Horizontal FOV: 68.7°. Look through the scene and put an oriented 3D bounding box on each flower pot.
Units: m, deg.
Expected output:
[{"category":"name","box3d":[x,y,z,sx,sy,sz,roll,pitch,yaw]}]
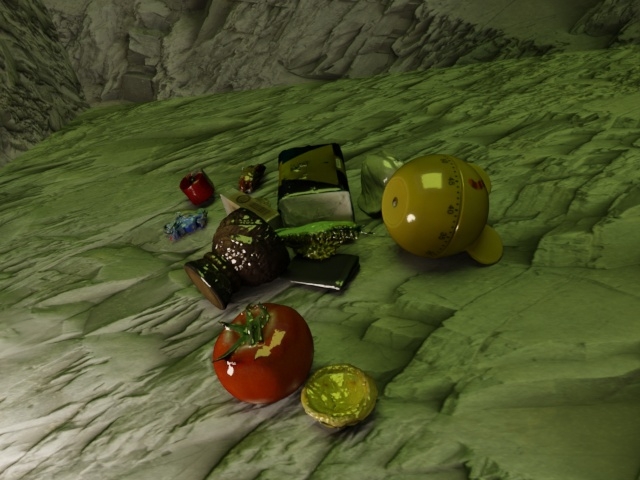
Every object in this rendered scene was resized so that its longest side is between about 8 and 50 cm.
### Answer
[{"category":"flower pot","box3d":[-0.278,0.071,1.521,0.267,0.266,0.267,-43,45,-22]}]

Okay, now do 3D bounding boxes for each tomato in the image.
[{"category":"tomato","box3d":[-0.141,0.282,1.182,0.256,0.224,0.255,-16,29,10]}]

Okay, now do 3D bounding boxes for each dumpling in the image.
[{"category":"dumpling","box3d":[0.225,-0.221,1.815,0.242,0.187,0.318,-59,18,2]}]

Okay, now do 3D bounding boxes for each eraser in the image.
[{"category":"eraser","box3d":[-0.265,-0.089,1.824,0.078,0.144,0.343,-33,41,-26]}]

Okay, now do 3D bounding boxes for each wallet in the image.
[{"category":"wallet","box3d":[-0.003,0.099,1.572,0.245,0.052,0.168,6,37,29]}]

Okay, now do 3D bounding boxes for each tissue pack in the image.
[{"category":"tissue pack","box3d":[-0.019,-0.179,1.793,0.264,0.253,0.416,-9,36,4]}]

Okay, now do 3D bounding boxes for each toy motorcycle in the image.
[{"category":"toy motorcycle","box3d":[-0.550,-0.071,1.943,0.205,0.076,0.114,-29,46,-24]}]

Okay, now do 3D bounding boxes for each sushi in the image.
[{"category":"sushi","box3d":[-0.332,-0.286,2.172,0.097,0.103,0.226,25,38,3]}]

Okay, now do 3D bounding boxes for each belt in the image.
[{"category":"belt","box3d":[-0.558,-0.239,2.140,0.128,0.124,0.201,-34,32,1]}]

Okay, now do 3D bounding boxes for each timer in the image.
[{"category":"timer","box3d":[0.407,-0.103,1.529,0.387,0.376,0.376,5,31,-18]}]

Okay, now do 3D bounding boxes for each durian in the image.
[{"category":"durian","box3d":[-0.001,-0.004,1.589,0.375,0.106,0.132,-3,27,9]}]

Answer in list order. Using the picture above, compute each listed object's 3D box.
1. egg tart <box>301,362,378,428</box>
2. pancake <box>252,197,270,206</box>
[{"category":"egg tart","box3d":[0.046,0.379,1.130,0.191,0.074,0.191,-8,34,5]},{"category":"pancake","box3d":[-0.282,-0.149,2.019,0.140,0.022,0.139,-7,35,5]}]
